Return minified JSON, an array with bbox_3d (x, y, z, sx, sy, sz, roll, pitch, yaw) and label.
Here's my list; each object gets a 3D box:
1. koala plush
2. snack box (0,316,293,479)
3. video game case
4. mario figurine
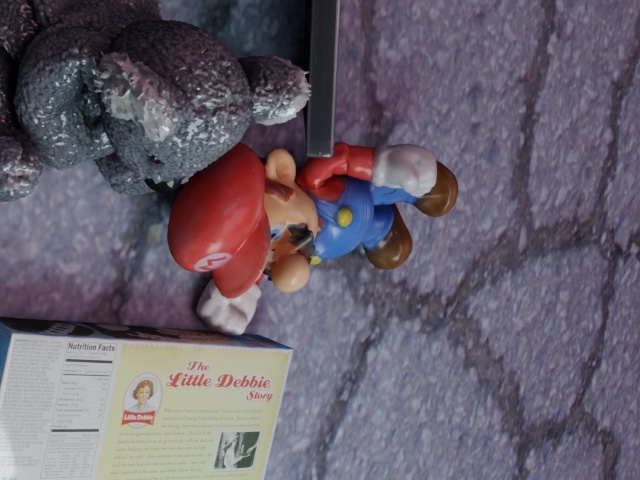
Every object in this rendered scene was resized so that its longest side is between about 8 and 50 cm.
[{"bbox_3d":[-0.137,-0.116,0.923,0.196,0.221,0.203,-6,106,-44],"label":"koala plush"},{"bbox_3d":[-0.170,0.171,1.090,0.322,0.060,0.187,9,95,-47],"label":"snack box"},{"bbox_3d":[0.000,-0.190,1.048,0.026,0.274,0.196,2,104,-1],"label":"video game case"},{"bbox_3d":[0.000,0.000,1.140,0.320,0.170,0.198,-7,108,-46],"label":"mario figurine"}]
